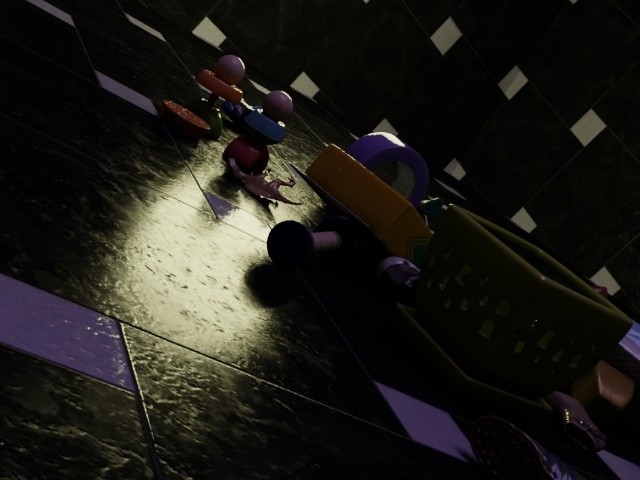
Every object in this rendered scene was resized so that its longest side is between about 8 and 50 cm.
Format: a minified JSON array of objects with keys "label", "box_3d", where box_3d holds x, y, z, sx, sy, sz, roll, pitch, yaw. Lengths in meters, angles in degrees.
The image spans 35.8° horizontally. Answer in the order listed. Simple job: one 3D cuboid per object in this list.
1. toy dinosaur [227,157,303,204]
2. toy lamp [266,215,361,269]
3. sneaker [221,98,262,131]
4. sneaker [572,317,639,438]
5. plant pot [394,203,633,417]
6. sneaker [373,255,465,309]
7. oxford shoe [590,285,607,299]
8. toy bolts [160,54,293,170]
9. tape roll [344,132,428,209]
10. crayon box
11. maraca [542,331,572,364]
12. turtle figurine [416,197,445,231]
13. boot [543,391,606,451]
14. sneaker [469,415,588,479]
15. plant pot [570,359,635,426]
[{"label":"toy dinosaur","box_3d":[-0.088,-0.089,1.749,0.183,0.053,0.092,30,25,26]},{"label":"toy lamp","box_3d":[0.000,0.000,1.506,0.080,0.080,0.274,36,11,15]},{"label":"sneaker","box_3d":[-0.159,-0.277,2.301,0.188,0.067,0.078,17,40,-58]},{"label":"sneaker","box_3d":[0.589,0.237,1.767,0.150,0.135,0.366,-21,64,-43]},{"label":"plant pot","box_3d":[0.255,0.112,1.402,0.228,0.207,0.227,24,15,-38]},{"label":"sneaker","box_3d":[0.197,0.106,1.612,0.234,0.078,0.106,24,17,-21]},{"label":"oxford shoe","box_3d":[0.624,0.181,2.428,0.123,0.130,0.348,-10,-3,5]},{"label":"toy bolts","box_3d":[-0.170,-0.257,1.907,0.228,0.158,0.218,35,12,11]},{"label":"tape roll","box_3d":[0.126,-0.125,2.079,0.189,0.189,0.080,25,13,-36]},{"label":"crayon box","box_3d":[0.097,-0.040,1.704,0.203,0.083,0.323,40,-2,32]},{"label":"maraca","box_3d":[0.426,0.181,1.869,0.127,0.099,0.186,17,41,-18]},{"label":"turtle figurine","box_3d":[0.203,-0.058,2.221,0.234,0.118,0.175,-142,-149,-67]},{"label":"boot","box_3d":[0.378,0.271,1.489,0.118,0.042,0.087,36,14,19]},{"label":"sneaker","box_3d":[0.252,0.272,1.111,0.192,0.064,0.086,39,6,28]},{"label":"plant pot","box_3d":[0.480,0.268,1.689,0.081,0.081,0.083,33,29,-1]}]
